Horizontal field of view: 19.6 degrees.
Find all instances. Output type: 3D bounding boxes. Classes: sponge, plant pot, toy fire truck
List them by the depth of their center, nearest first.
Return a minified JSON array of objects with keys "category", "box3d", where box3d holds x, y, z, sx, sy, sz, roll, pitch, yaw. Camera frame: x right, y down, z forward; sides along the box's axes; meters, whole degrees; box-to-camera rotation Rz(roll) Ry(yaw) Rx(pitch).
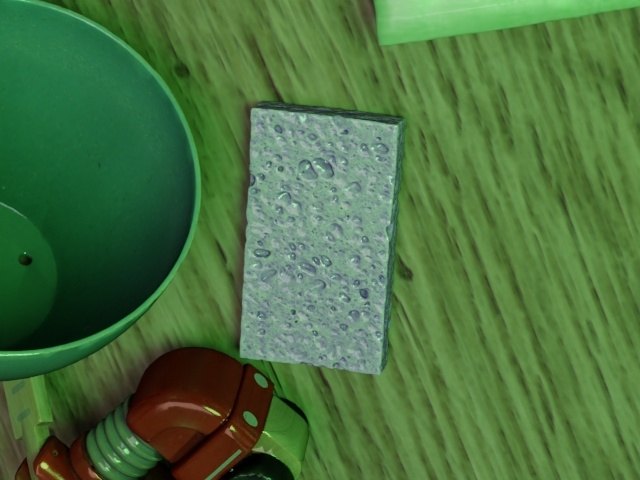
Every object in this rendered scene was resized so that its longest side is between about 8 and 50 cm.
[{"category":"plant pot","box3d":[-0.251,-0.011,1.396,0.290,0.290,0.195,34,149,1]},{"category":"sponge","box3d":[0.000,0.000,1.439,0.117,0.031,0.210,8,110,12]},{"category":"toy fire truck","box3d":[-0.157,0.149,1.487,0.246,0.158,0.217,41,115,-13]}]

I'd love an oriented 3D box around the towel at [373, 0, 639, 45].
[{"category":"towel","box3d":[0.138,-0.310,1.268,0.247,0.038,0.325,-8,108,5]}]
